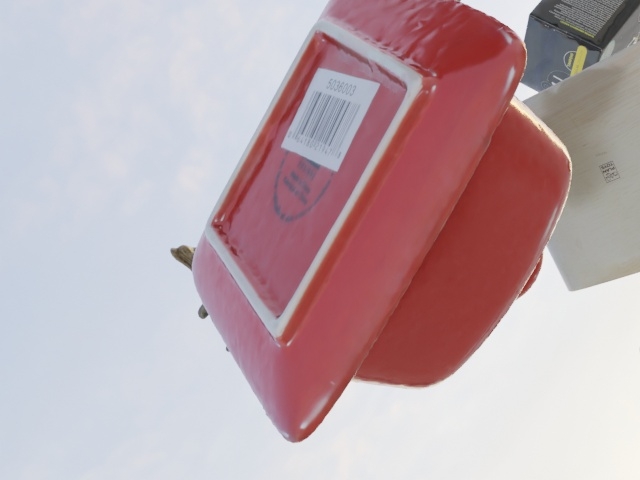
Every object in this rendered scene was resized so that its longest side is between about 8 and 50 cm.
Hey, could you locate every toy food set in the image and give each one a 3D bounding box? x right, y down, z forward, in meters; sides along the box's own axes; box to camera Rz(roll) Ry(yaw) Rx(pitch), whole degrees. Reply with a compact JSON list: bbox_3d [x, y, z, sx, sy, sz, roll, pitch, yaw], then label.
[{"bbox_3d":[0.333,-0.084,1.187,0.092,0.220,0.306,-25,0,-38],"label":"toy food set"}]

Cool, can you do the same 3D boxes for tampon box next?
[{"bbox_3d":[0.330,-0.260,1.367,0.161,0.101,0.120,-48,-23,-25],"label":"tampon box"}]

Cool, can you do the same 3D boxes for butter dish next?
[{"bbox_3d":[0.038,-0.008,0.442,0.118,0.160,0.160,23,-78,-28],"label":"butter dish"}]

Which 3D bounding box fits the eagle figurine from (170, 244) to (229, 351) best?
[{"bbox_3d":[-0.005,-0.010,1.216,0.298,0.225,0.226,-24,13,15],"label":"eagle figurine"}]
